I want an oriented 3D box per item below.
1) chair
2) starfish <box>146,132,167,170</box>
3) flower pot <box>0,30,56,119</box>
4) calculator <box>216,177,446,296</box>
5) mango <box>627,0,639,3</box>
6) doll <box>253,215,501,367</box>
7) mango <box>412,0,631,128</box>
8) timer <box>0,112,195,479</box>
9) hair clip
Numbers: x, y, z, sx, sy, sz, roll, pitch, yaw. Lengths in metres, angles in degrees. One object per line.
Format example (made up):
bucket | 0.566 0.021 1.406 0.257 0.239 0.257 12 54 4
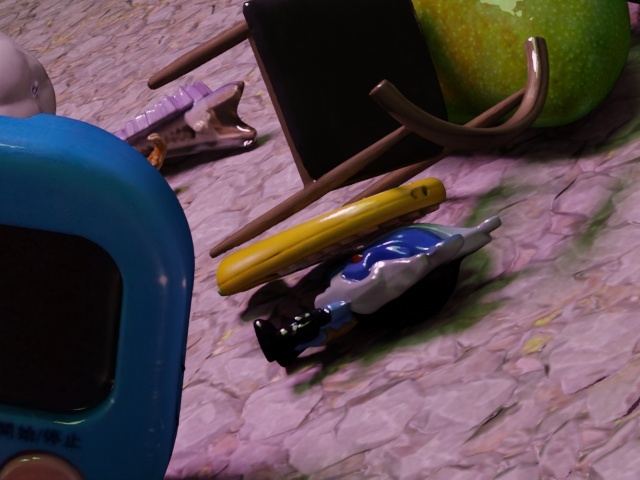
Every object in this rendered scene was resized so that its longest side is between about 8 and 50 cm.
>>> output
chair | 0.025 -0.116 1.338 0.188 0.166 0.272 -19 -2 -42
starfish | -0.235 -0.044 1.716 0.190 0.074 0.146 -34 34 -11
flower pot | -0.418 -0.147 1.951 0.246 0.246 0.195 15 72 59
calculator | 0.000 0.000 1.336 0.146 0.032 0.235 -19 -4 -44
mango | 0.324 -0.311 1.575 0.191 0.160 0.290 -29 12 16
doll | 0.046 0.034 1.255 0.195 0.070 0.096 -29 -9 7
mango | 0.123 -0.195 1.494 0.225 0.201 0.382 -30 35 -14
timer | -0.255 0.052 1.157 0.340 0.309 0.115 9 27 1
hair clip | -0.184 -0.097 1.802 0.292 0.085 0.106 -21 5 29
